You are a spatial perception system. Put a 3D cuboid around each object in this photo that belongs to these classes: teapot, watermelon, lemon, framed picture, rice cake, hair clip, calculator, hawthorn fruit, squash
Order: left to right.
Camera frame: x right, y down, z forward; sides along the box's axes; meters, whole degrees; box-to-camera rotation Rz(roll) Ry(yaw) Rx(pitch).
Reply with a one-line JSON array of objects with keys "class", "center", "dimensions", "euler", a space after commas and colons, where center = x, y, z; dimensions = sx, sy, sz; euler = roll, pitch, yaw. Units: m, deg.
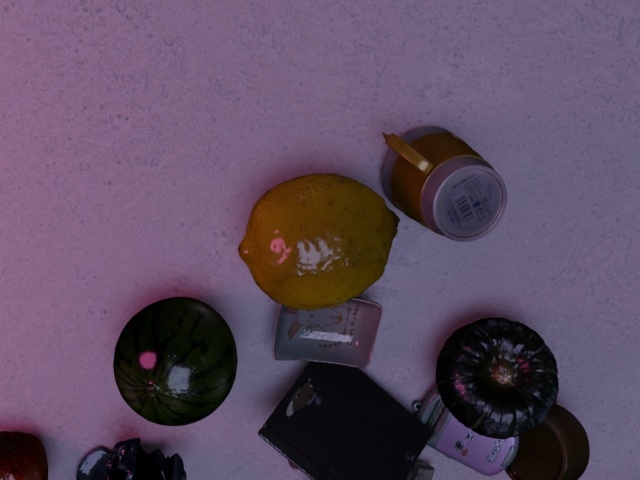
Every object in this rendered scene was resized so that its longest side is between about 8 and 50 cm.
[{"class": "hawthorn fruit", "center": [-0.622, 0.477, 1.444], "dimensions": [0.157, 0.157, 0.194], "euler": [-4, 106, -8]}, {"class": "hair clip", "center": [-0.399, 0.535, 1.478], "dimensions": [0.194, 0.206, 0.310], "euler": [30, 96, -23]}, {"class": "watermelon", "center": [-0.273, 0.228, 1.377], "dimensions": [0.242, 0.242, 0.242], "euler": [-3, 108, -9]}, {"class": "lemon", "center": [0.000, 0.000, 1.350], "dimensions": [0.310, 0.253, 0.254], "euler": [-13, 110, -14]}, {"class": "framed picture", "center": [0.061, 0.407, 1.529], "dimensions": [0.324, 0.013, 0.244], "euler": [42, 68, -9]}, {"class": "rice cake", "center": [0.178, 0.620, 1.681], "dimensions": [0.057, 0.052, 0.256], "euler": [16, 108, -49]}, {"class": "calculator", "center": [0.316, 0.421, 1.611], "dimensions": [0.246, 0.045, 0.141], "euler": [27, 104, 7]}, {"class": "squash", "center": [0.369, 0.284, 1.522], "dimensions": [0.252, 0.165, 0.252], "euler": [2, 76, -7]}, {"class": "teapot", "center": [0.516, 0.444, 1.632], "dimensions": [0.175, 0.185, 0.268], "euler": [0, 85, -44]}]

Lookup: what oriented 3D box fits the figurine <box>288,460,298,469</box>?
[{"class": "figurine", "center": [-0.043, 0.455, 1.584], "dimensions": [0.071, 0.067, 0.083], "euler": [-8, 94, -28]}]

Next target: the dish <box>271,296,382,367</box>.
[{"class": "dish", "center": [0.009, 0.174, 1.496], "dimensions": [0.212, 0.077, 0.151], "euler": [7, 108, -12]}]

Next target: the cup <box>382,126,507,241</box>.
[{"class": "cup", "center": [0.214, -0.116, 1.358], "dimensions": [0.241, 0.226, 0.185], "euler": [35, 99, -26]}]
